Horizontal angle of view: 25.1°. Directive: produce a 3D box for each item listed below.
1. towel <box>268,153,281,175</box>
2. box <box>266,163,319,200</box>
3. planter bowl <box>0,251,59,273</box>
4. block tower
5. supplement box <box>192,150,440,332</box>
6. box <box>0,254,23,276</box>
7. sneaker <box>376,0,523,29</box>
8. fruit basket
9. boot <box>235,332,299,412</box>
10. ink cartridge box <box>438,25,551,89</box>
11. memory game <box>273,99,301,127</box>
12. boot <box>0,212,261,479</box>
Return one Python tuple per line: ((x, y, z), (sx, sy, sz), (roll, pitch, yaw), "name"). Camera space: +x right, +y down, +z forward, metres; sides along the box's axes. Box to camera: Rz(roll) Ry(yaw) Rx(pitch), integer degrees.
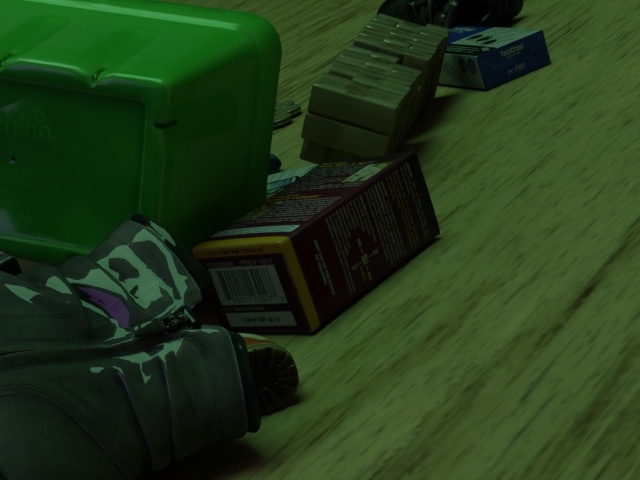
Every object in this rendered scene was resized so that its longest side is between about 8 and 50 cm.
((-0.099, -0.086, 1.657), (0.067, 0.029, 0.119), (-26, 18, -27), "towel")
((-0.048, -0.047, 1.486), (0.136, 0.028, 0.081), (-15, 17, 19), "box")
((-0.318, -0.010, 1.512), (0.162, 0.109, 0.162), (-17, 17, 5), "planter bowl")
((0.063, -0.164, 1.572), (0.097, 0.091, 0.335), (18, 24, 9), "block tower")
((0.000, 0.000, 1.188), (0.104, 0.080, 0.188), (-3, 23, 42), "supplement box")
((-0.340, 0.116, 1.076), (0.247, 0.142, 0.163), (-29, 20, -32), "box")
((0.160, -0.323, 2.034), (0.228, 0.087, 0.130), (0, 18, 34), "sneaker")
((-0.213, -0.090, 1.316), (0.392, 0.282, 0.392), (6, 15, -2), "fruit basket")
((-0.097, 0.104, 1.016), (0.158, 0.059, 0.084), (-12, 12, -7), "boot")
((0.187, -0.229, 1.780), (0.097, 0.046, 0.207), (-23, 17, -19), "ink cartridge box")
((-0.113, -0.148, 1.900), (0.186, 0.012, 0.186), (-17, 16, 5), "memory game")
((-0.206, 0.039, 0.950), (0.223, 0.338, 0.118), (-31, -16, -21), "boot")
